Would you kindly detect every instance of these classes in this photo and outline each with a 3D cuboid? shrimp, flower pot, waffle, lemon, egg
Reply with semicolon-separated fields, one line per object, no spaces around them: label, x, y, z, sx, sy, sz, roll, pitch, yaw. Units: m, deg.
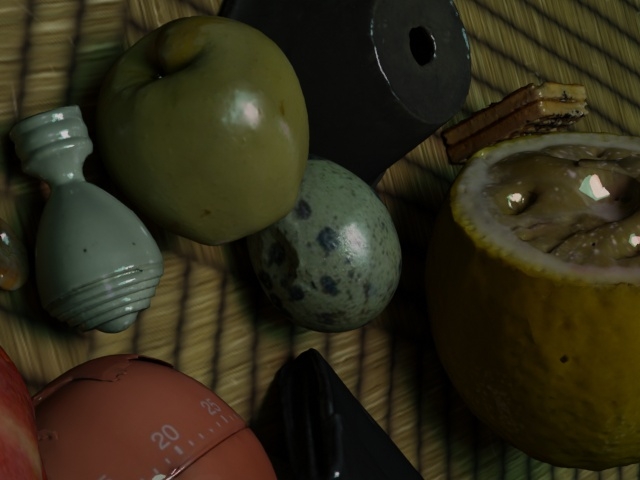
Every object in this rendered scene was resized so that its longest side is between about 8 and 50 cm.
shrimp;-0.272;-0.004;1.202;0.108;0.023;0.059;49;38;-28
flower pot;0.043;-0.176;1.504;0.269;0.166;0.269;20;63;-46
waffle;0.222;-0.133;1.706;0.102;0.148;0.042;-2;72;-47
lemon;0.278;0.079;1.584;0.364;0.364;0.364;17;67;-45
egg;0.000;0.000;1.420;0.141;0.141;0.182;-31;94;-48

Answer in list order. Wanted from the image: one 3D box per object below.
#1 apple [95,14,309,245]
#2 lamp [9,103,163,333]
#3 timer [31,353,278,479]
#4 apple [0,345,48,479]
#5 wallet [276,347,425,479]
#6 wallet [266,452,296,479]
apple;-0.101;-0.095;1.303;0.200;0.200;0.200;17;67;-45
lamp;-0.198;-0.014;1.237;0.106;0.106;0.193;-15;80;-50
timer;-0.145;0.207;1.124;0.215;0.230;0.229;50;38;15
apple;-0.310;0.202;0.853;0.364;0.363;0.364;17;67;-45
wallet;0.099;0.298;1.430;0.406;0.062;0.228;52;9;-24
wallet;-0.073;0.331;1.293;0.223;0.077;0.310;26;56;-41
